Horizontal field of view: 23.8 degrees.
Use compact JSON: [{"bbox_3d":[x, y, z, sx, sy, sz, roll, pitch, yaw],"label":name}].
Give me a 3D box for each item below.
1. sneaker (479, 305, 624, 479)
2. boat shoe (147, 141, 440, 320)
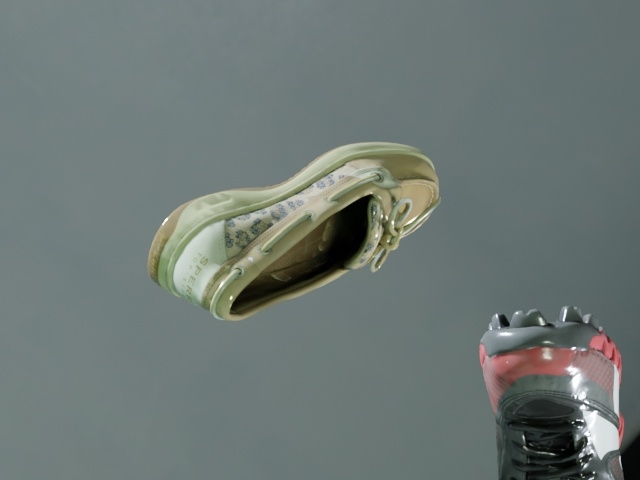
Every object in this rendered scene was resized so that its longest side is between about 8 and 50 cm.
[{"bbox_3d":[0.173,0.146,1.103,0.276,0.097,0.135,65,25,-58],"label":"sneaker"},{"bbox_3d":[0.000,0.000,1.181,0.285,0.104,0.089,-21,46,-38],"label":"boat shoe"}]
